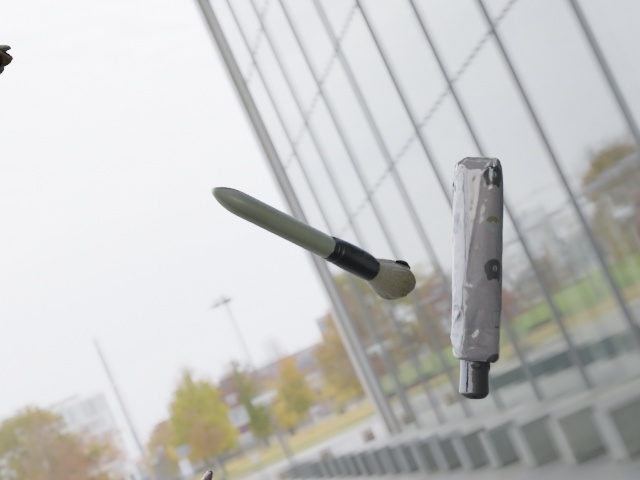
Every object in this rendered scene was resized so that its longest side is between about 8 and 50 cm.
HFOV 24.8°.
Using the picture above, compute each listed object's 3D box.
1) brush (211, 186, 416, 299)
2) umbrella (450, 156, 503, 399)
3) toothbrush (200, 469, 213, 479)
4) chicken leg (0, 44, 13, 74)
[{"bbox_3d":[0.000,0.000,1.361,0.042,0.039,0.299,-7,-23,36],"label":"brush"},{"bbox_3d":[0.218,0.051,2.028,0.073,0.337,0.067,0,-2,16],"label":"umbrella"},{"bbox_3d":[-0.155,0.331,1.710,0.013,0.019,0.193,9,-50,-18],"label":"toothbrush"},{"bbox_3d":[-0.521,-0.288,2.117,0.125,0.080,0.196,-38,-40,-17],"label":"chicken leg"}]
